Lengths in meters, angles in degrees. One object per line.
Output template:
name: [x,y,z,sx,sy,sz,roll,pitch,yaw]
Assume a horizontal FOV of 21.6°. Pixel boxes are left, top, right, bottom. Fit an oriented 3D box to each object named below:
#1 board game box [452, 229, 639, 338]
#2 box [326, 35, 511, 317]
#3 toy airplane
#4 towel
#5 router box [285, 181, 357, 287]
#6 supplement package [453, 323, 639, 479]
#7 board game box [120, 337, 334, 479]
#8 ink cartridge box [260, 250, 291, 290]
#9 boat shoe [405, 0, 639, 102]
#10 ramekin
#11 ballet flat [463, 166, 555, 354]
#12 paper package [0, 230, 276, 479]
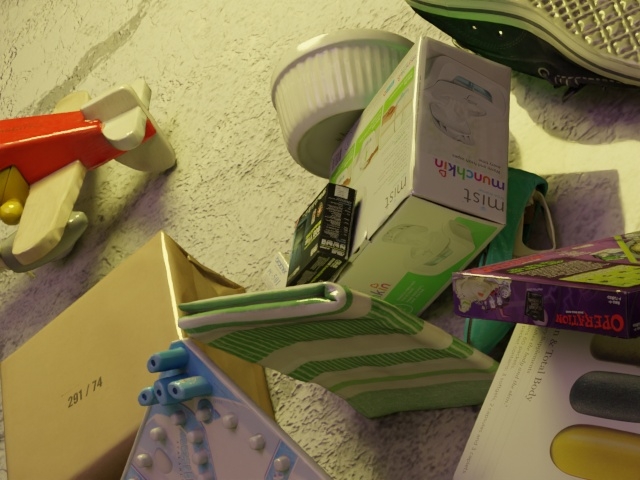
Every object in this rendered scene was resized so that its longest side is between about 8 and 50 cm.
board game box: [0.318,0.031,1.600,0.208,0.347,0.056,12,107,47]
box: [0.104,-0.062,1.952,0.262,0.127,0.231,128,153,-50]
toy airplane: [-0.402,-0.096,2.520,0.384,0.272,0.386,19,39,41]
towel: [0.038,0.123,1.796,0.248,0.325,0.038,-11,60,41]
router box: [0.000,0.000,1.947,0.122,0.038,0.092,130,151,-60]
supplement package: [0.307,0.195,1.564,0.263,0.198,0.199,6,65,48]
board game box: [-0.103,0.365,1.740,0.390,0.050,0.390,41,122,32]
ink cartridge box: [0.010,0.097,2.028,0.046,0.097,0.207,-55,37,16]
boat shoe: [0.309,-0.263,1.967,0.500,0.156,0.186,21,72,39]
ramekin: [0.043,-0.163,2.121,0.207,0.207,0.109,-27,53,29]
ballet flat: [0.218,0.022,1.891,0.087,0.083,0.247,3,60,15]
paper package: [-0.244,0.206,2.153,0.325,0.168,0.309,-38,40,19]
